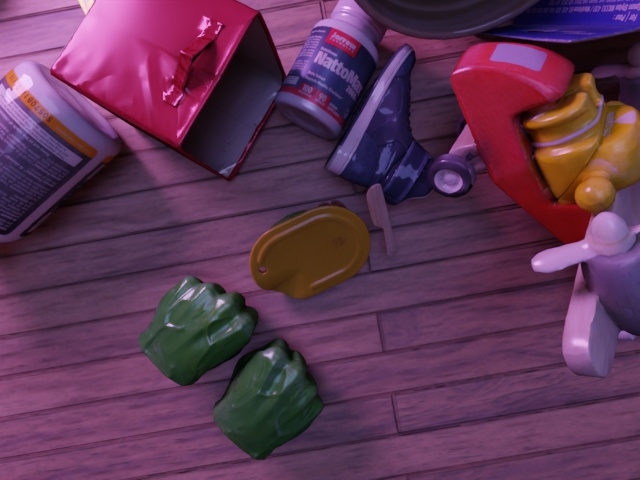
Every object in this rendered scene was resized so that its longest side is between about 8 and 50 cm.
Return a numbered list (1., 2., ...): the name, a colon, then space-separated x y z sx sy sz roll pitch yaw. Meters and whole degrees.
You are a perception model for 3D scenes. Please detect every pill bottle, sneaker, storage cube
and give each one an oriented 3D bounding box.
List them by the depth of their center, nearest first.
1. storage cube: -0.183 -0.219 0.579 0.193 0.215 0.183 30 89 8
2. pill bottle: -0.437 -0.098 0.602 0.278 0.162 0.162 -42 88 -1
3. pill bottle: 0.020 -0.250 0.623 0.108 0.108 0.180 28 89 2
4. sneaker: 0.126 -0.159 0.634 0.164 0.086 0.226 29 81 -7

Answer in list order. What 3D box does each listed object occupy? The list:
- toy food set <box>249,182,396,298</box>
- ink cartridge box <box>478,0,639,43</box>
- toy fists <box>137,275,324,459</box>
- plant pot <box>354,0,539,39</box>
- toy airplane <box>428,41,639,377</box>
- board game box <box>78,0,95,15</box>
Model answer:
1. toy food set: 0.000 0.000 0.641 0.218 0.071 0.128 -24 117 4
2. ink cartridge box: 0.383 -0.296 0.526 0.308 0.303 0.072 -4 117 0
3. toy fists: -0.117 0.171 0.621 0.279 0.096 0.142 45 100 1
4. plant pot: 0.152 -0.471 0.529 0.324 0.323 0.280 -6 55 1
5. toy airplane: 0.357 -0.062 0.509 0.385 0.272 0.385 -1 69 -28
6. board game box: -0.331 -0.394 0.668 0.092 0.043 0.181 -28 88 0
